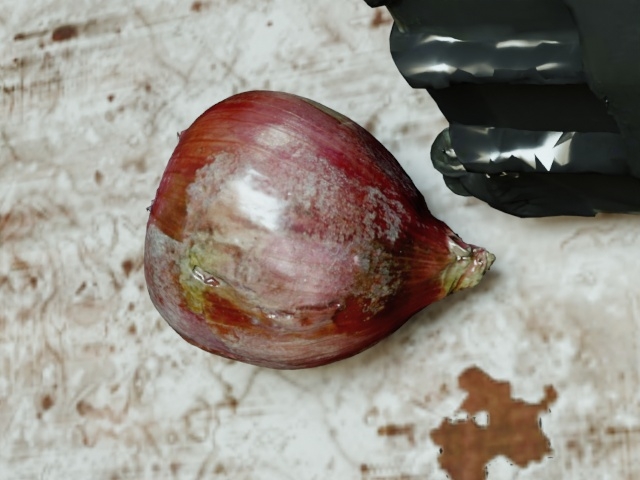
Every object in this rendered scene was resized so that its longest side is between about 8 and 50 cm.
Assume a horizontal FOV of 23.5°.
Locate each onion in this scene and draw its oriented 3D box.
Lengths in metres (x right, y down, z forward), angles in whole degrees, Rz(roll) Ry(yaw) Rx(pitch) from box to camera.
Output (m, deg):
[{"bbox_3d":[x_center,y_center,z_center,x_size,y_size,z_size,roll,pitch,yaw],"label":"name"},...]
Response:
[{"bbox_3d":[0.000,0.000,0.859,0.194,0.159,0.160,14,88,13],"label":"onion"}]

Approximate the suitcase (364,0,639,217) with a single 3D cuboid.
[{"bbox_3d":[0.228,-0.121,0.686,0.433,0.283,0.194,6,66,29],"label":"suitcase"}]
